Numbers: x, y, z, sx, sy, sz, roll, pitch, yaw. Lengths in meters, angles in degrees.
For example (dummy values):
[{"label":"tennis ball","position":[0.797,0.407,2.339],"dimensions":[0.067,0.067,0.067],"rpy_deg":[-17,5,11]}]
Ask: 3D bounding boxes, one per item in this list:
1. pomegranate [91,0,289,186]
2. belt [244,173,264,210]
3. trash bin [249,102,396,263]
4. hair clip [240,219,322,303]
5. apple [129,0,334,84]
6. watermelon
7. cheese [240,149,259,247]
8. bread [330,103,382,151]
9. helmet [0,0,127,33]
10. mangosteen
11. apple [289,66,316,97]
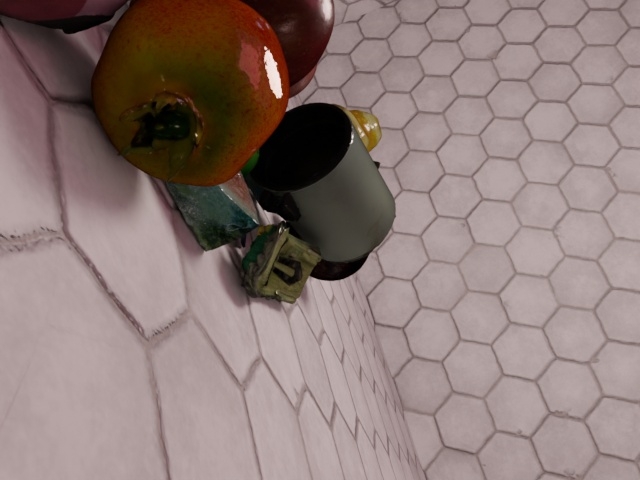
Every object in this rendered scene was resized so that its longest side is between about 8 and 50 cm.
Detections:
[{"label":"pomegranate","position":[-0.147,-0.164,0.689],"dimensions":[0.257,0.220,0.221],"rpy_deg":[-86,155,-58]},{"label":"belt","position":[-0.157,-0.192,1.286],"dimensions":[0.087,0.072,0.302],"rpy_deg":[-107,172,-59]},{"label":"trash bin","position":[0.011,-0.112,1.247],"dimensions":[0.277,0.217,0.262],"rpy_deg":[-63,143,-21]},{"label":"hair clip","position":[-0.084,0.038,1.102],"dimensions":[0.091,0.138,0.321],"rpy_deg":[27,-4,14]},{"label":"apple","position":[-0.128,-0.357,0.943],"dimensions":[0.288,0.316,0.288],"rpy_deg":[172,-90,-67]},{"label":"watermelon","position":[-0.172,-0.106,0.926],"dimensions":[0.154,0.094,0.241],"rpy_deg":[54,12,-28]},{"label":"cheese","position":[-0.151,-0.150,1.101],"dimensions":[0.204,0.083,0.321],"rpy_deg":[117,-31,-72]},{"label":"bread","position":[0.015,-0.270,1.822],"dimensions":[0.210,0.341,0.300],"rpy_deg":[47,9,4]},{"label":"helmet","position":[-0.252,-0.308,0.576],"dimensions":[0.253,0.154,0.199],"rpy_deg":[33,38,-86]},{"label":"mangosteen","position":[0.000,0.000,1.491],"dimensions":[0.261,0.235,0.236],"rpy_deg":[-28,100,-41]},{"label":"apple","position":[-0.145,-0.479,1.532],"dimensions":[0.306,0.234,0.306],"rpy_deg":[-23,90,-81]}]
